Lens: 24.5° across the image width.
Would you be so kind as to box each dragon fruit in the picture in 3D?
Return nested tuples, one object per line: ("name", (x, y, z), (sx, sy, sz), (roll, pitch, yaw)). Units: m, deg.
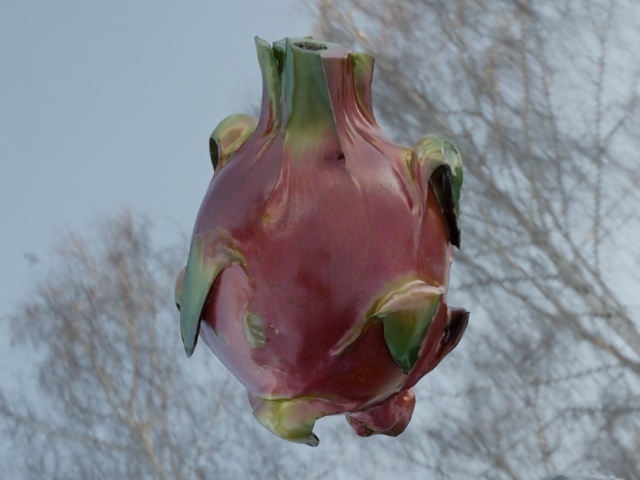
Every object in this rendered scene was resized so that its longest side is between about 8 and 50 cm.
("dragon fruit", (0.002, -0.001, 0.418), (0.081, 0.086, 0.116), (-25, -49, -51))

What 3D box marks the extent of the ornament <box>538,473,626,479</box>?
("ornament", (0.073, 0.193, 0.379), (0.259, 0.259, 0.225), (-23, -22, -10))
